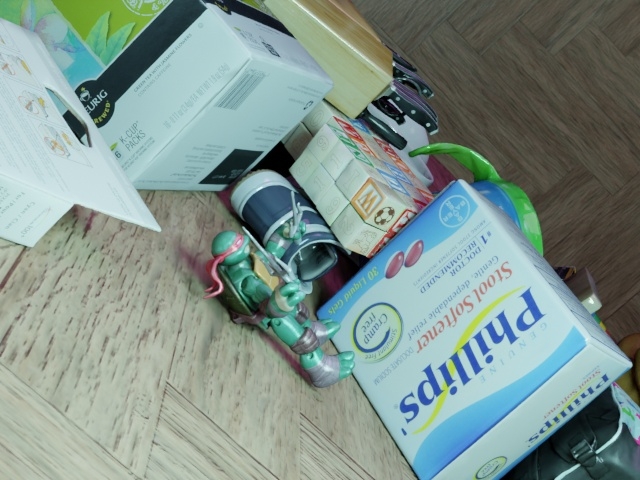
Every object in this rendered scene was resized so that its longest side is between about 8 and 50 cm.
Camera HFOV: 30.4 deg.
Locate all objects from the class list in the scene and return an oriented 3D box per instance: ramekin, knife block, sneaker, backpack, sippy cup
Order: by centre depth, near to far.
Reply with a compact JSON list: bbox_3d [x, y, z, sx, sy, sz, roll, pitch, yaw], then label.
[{"bbox_3d":[0.341,0.298,1.534,0.191,0.225,0.253,46,15,-12],"label":"backpack"},{"bbox_3d":[0.000,0.000,1.616,0.153,0.099,0.282,51,18,27],"label":"sneaker"},{"bbox_3d":[0.043,-0.235,1.654,0.275,0.088,0.242,1,50,-56],"label":"knife block"},{"bbox_3d":[-0.126,-0.142,1.714,0.217,0.079,0.121,35,19,-16],"label":"sneaker"},{"bbox_3d":[0.186,0.020,1.815,0.224,0.240,0.305,1,45,-23],"label":"sippy cup"},{"bbox_3d":[0.087,-0.141,2.012,0.207,0.109,0.207,44,14,-14],"label":"ramekin"}]

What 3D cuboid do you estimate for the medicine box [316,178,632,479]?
[{"bbox_3d":[0.184,0.123,1.465,0.149,0.263,0.289,30,21,-50],"label":"medicine box"}]

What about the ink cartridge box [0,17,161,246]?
[{"bbox_3d":[-0.305,-0.119,1.064,0.296,0.066,0.261,54,14,28],"label":"ink cartridge box"}]

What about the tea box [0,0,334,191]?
[{"bbox_3d":[-0.200,-0.246,1.437,0.323,0.220,0.329,48,13,9],"label":"tea box"}]

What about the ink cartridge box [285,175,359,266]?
[{"bbox_3d":[0.021,-0.076,1.994,0.307,0.072,0.303,40,14,-20],"label":"ink cartridge box"}]

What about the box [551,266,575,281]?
[{"bbox_3d":[0.442,0.187,2.214,0.322,0.079,0.257,-9,98,-75],"label":"box"}]

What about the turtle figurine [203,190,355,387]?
[{"bbox_3d":[-0.048,0.048,1.280,0.234,0.118,0.175,57,21,-32],"label":"turtle figurine"}]

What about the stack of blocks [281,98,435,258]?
[{"bbox_3d":[0.047,-0.091,1.623,0.171,0.087,0.297,22,25,-44],"label":"stack of blocks"}]

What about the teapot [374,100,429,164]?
[{"bbox_3d":[0.074,-0.196,2.294,0.252,0.187,0.256,63,-18,-13],"label":"teapot"}]

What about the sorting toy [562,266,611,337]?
[{"bbox_3d":[0.349,0.169,1.895,0.089,0.257,0.255,55,13,-1],"label":"sorting toy"}]

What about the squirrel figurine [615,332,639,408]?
[{"bbox_3d":[0.476,0.311,1.787,0.281,0.370,0.397,43,42,-21],"label":"squirrel figurine"}]
